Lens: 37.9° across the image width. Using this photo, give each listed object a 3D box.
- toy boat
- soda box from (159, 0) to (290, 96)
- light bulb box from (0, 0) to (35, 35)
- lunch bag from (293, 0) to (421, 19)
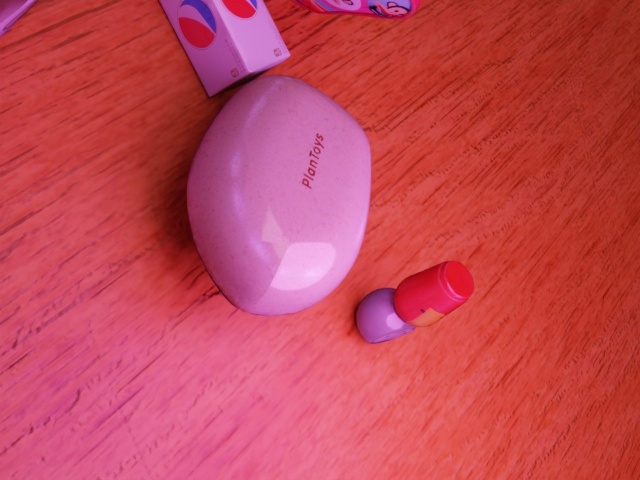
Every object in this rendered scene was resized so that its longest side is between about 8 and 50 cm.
[{"bbox_3d":[0.000,0.000,0.945,0.318,0.148,0.268,36,49,-19],"label":"toy boat"},{"bbox_3d":[-0.121,-0.263,0.953,0.069,0.074,0.216,-34,100,-44],"label":"soda box"},{"bbox_3d":[-0.317,-0.282,0.580,0.361,0.358,0.225,47,51,-22],"label":"light bulb box"},{"bbox_3d":[-0.020,-0.365,0.965,0.120,0.258,0.293,-54,130,-12],"label":"lunch bag"}]
